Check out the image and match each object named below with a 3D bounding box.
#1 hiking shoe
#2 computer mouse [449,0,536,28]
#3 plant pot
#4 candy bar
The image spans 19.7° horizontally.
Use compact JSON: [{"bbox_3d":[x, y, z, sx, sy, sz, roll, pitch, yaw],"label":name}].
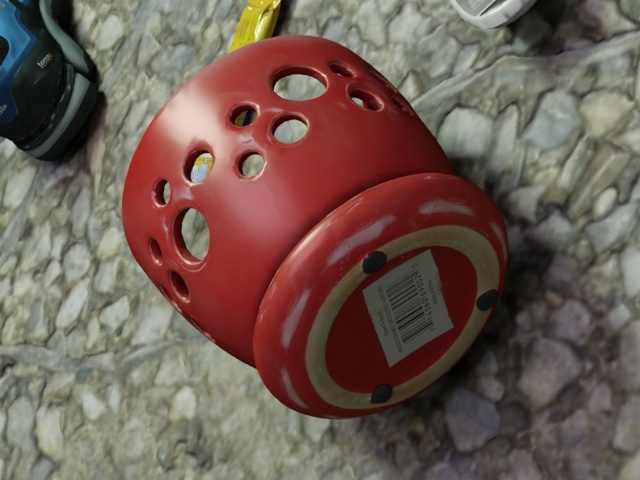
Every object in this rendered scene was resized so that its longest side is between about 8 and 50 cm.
[{"bbox_3d":[-0.281,-0.196,1.499,0.113,0.132,0.304,-50,45,17],"label":"hiking shoe"},{"bbox_3d":[0.100,-0.194,1.184,0.106,0.042,0.193,-41,43,20],"label":"computer mouse"},{"bbox_3d":[0.000,0.000,1.093,0.191,0.191,0.174,-54,47,14],"label":"plant pot"},{"bbox_3d":[-0.061,-0.107,1.324,0.040,0.018,0.161,10,81,50],"label":"candy bar"}]
